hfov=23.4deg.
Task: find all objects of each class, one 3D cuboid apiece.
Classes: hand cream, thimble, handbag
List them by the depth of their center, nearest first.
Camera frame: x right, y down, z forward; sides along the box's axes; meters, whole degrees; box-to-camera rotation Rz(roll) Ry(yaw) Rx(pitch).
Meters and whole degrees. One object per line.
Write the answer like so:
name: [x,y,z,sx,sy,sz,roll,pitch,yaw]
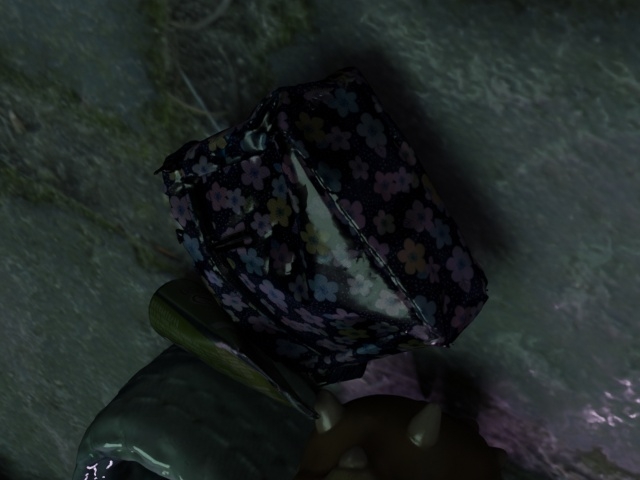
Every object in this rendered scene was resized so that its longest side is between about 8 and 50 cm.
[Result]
handbag: [0.000,0.000,1.119,0.228,0.127,0.208,53,144,-13]
hand cream: [-0.077,0.081,1.235,0.086,0.055,0.235,42,173,-28]
thimble: [-0.090,0.218,1.334,0.205,0.172,0.250,-10,115,40]

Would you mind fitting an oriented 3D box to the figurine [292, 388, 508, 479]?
figurine: [0.068,0.210,1.226,0.177,0.173,0.247,-2,153,43]
